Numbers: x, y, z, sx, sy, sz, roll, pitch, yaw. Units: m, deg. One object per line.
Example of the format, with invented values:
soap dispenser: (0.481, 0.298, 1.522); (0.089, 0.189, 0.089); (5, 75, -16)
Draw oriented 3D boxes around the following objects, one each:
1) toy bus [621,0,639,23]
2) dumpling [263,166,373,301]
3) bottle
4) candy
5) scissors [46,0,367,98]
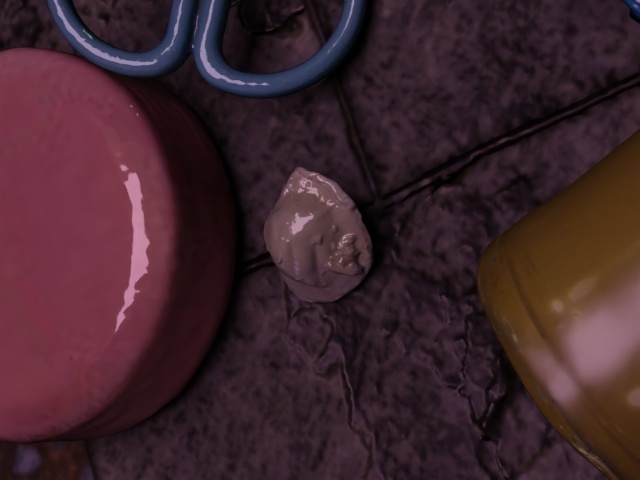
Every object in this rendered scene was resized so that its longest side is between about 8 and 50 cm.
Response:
toy bus: (0.184, -0.149, 0.959); (0.106, 0.185, 0.090); (42, 107, 24)
dumpling: (-0.002, 0.001, 1.132); (0.057, 0.052, 0.076); (26, 97, 41)
bottle: (0.257, -0.031, 0.921); (0.351, 0.171, 0.171); (-39, 68, 19)
candy: (-0.174, 0.008, 1.209); (0.255, 0.094, 0.255); (-2, 85, 30)
scissors: (-0.037, -0.308, 1.169); (0.192, 0.029, 0.447); (10, 84, 4)
